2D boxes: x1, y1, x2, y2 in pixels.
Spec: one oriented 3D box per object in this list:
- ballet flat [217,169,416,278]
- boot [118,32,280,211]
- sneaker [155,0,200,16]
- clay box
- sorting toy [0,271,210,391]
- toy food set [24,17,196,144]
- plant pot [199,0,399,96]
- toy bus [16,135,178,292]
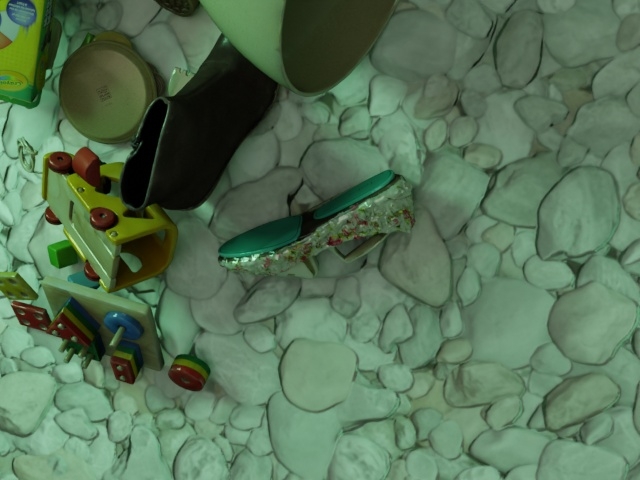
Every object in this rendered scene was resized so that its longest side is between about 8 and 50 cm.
[{"bbox_3d":[0.000,0.000,1.114,0.241,0.091,0.077,-22,112,16],"label":"ballet flat"},{"bbox_3d":[-0.123,-0.145,1.061,0.090,0.207,0.248,23,99,9],"label":"boot"},{"bbox_3d":[-0.202,-0.351,1.133,0.192,0.064,0.086,39,61,-14],"label":"sneaker"},{"bbox_3d":[-0.367,-0.249,1.096,0.128,0.053,0.222,15,122,-5],"label":"clay box"},{"bbox_3d":[-0.268,0.109,1.152,0.275,0.132,0.046,16,54,11],"label":"sorting toy"},{"bbox_3d":[-0.250,-0.181,1.177,0.192,0.038,0.132,23,106,4],"label":"toy food set"},{"bbox_3d":[-0.037,-0.314,1.004,0.191,0.284,0.284,28,99,18],"label":"plant pot"},{"bbox_3d":[-0.249,-0.040,1.147,0.191,0.104,0.202,0,107,54],"label":"toy bus"}]
